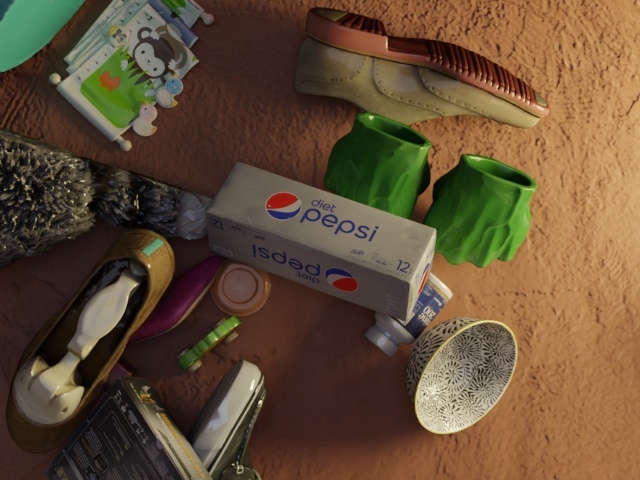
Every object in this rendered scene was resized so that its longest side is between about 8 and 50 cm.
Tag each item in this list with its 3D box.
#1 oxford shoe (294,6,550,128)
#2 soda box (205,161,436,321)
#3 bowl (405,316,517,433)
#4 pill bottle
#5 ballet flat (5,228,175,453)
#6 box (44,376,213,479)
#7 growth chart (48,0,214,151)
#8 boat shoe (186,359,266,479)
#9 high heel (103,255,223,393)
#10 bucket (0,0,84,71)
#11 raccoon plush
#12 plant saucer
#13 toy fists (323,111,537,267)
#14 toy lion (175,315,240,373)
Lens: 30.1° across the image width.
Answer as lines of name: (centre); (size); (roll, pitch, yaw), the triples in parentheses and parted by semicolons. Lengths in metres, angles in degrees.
oxford shoe: (0.134, -0.205, 1.610); (0.348, 0.123, 0.130); (19, 112, 0)
soda box: (0.000, 0.000, 1.541); (0.286, 0.091, 0.098); (19, 55, 14)
bowl: (0.170, 0.162, 1.567); (0.170, 0.170, 0.080); (-47, 44, -4)
pill bottle: (0.115, 0.097, 1.592); (0.067, 0.067, 0.120); (41, 86, 2)
ballet flat: (-0.301, 0.135, 1.491); (0.116, 0.124, 0.342); (38, 98, -2)
box: (-0.233, 0.316, 1.498); (0.183, 0.056, 0.231); (-51, 56, 18)
growth chart: (-0.255, -0.256, 1.639); (0.172, 0.021, 0.237); (35, 87, 1)
boat shoe: (-0.135, 0.321, 1.560); (0.119, 0.121, 0.335); (24, 97, -6)
high heel: (-0.243, 0.086, 1.587); (0.117, 0.082, 0.244); (44, 97, -1)
bucket: (-0.411, -0.365, 1.530); (0.183, 0.281, 0.281); (41, 86, 0)
raccoon plush: (-0.389, 0.023, 1.535); (0.446, 0.216, 0.299); (18, 94, 1)
plant saucer: (-0.109, 0.062, 1.619); (0.083, 0.013, 0.083); (0, 85, -1)
toy fists: (0.142, -0.061, 1.576); (0.279, 0.096, 0.142); (22, 114, 0)
toy lion: (-0.148, 0.135, 1.572); (0.100, 0.096, 0.034); (-39, 87, -3)
